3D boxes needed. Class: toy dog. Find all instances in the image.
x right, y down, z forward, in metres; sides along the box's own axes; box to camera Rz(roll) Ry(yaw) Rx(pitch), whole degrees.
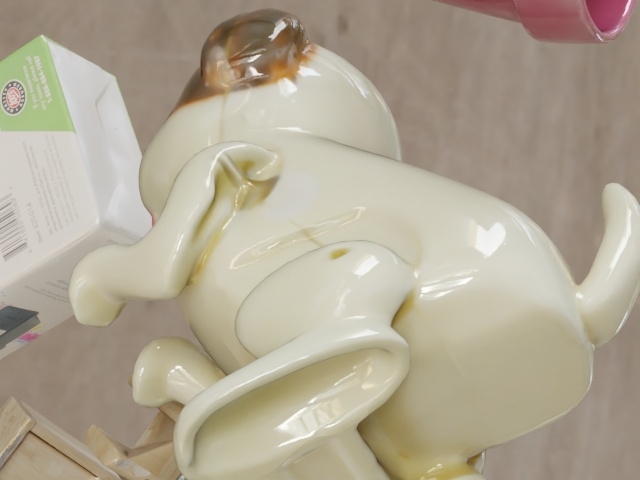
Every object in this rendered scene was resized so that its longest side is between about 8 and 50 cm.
[{"bbox_3d":[0.000,0.000,1.320,0.395,0.408,0.284,-39,134,6],"label":"toy dog"}]

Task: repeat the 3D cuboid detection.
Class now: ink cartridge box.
[{"bbox_3d":[-0.328,-0.001,1.622,0.119,0.353,0.207,26,39,-57],"label":"ink cartridge box"}]

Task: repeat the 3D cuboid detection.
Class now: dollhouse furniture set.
[{"bbox_3d":[-0.166,0.318,1.510,0.256,0.394,0.362,38,86,-27],"label":"dollhouse furniture set"}]

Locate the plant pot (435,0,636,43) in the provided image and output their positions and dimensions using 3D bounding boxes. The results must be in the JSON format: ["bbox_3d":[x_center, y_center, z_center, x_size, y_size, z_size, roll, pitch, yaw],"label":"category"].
[{"bbox_3d":[0.131,-0.247,1.302,0.201,0.180,0.201,6,90,-65],"label":"plant pot"}]
